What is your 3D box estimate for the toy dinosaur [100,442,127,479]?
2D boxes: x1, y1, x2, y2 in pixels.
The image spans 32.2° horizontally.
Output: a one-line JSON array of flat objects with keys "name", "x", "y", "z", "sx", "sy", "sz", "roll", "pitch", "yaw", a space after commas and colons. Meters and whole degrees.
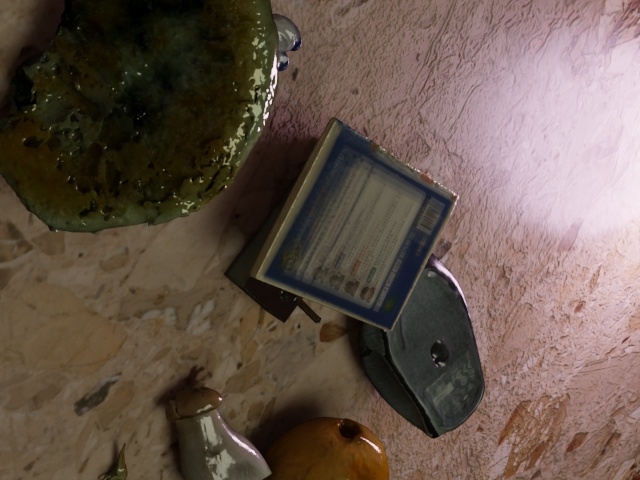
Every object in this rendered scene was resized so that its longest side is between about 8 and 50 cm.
[{"name": "toy dinosaur", "x": -0.279, "y": 0.318, "z": 1.506, "sx": 0.041, "sy": 0.026, "sz": 0.113, "roll": -33, "pitch": 143, "yaw": -39}]

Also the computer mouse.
[{"name": "computer mouse", "x": 0.156, "y": 0.165, "z": 1.810, "sx": 0.203, "sy": 0.114, "sz": 0.374, "roll": -38, "pitch": 128, "yaw": -21}]

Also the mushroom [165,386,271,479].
[{"name": "mushroom", "x": -0.158, "y": 0.296, "z": 1.582, "sx": 0.116, "sy": 0.093, "sz": 0.225, "roll": -30, "pitch": 120, "yaw": -1}]

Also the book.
[{"name": "book", "x": 0.056, "y": -0.011, "z": 1.494, "sx": 0.322, "sy": 0.018, "sz": 0.228, "roll": 27, "pitch": 91, "yaw": -50}]

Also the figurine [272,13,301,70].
[{"name": "figurine", "x": -0.133, "y": -0.190, "z": 1.276, "sx": 0.274, "sy": 0.133, "sz": 0.194, "roll": -41, "pitch": 179, "yaw": -18}]

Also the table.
[{"name": "table", "x": 0.000, "y": 0.000, "z": 1.544, "sx": 0.240, "sy": 0.111, "sz": 0.121, "roll": -55, "pitch": 140, "yaw": -8}]

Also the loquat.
[{"name": "loquat", "x": 0.002, "y": 0.385, "z": 1.711, "sx": 0.238, "sy": 0.193, "sz": 0.238, "roll": -40, "pitch": 154, "yaw": -24}]

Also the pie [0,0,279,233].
[{"name": "pie", "x": -0.192, "y": -0.170, "z": 1.139, "sx": 0.078, "sy": 0.296, "sz": 0.371, "roll": -50, "pitch": 160, "yaw": -78}]
